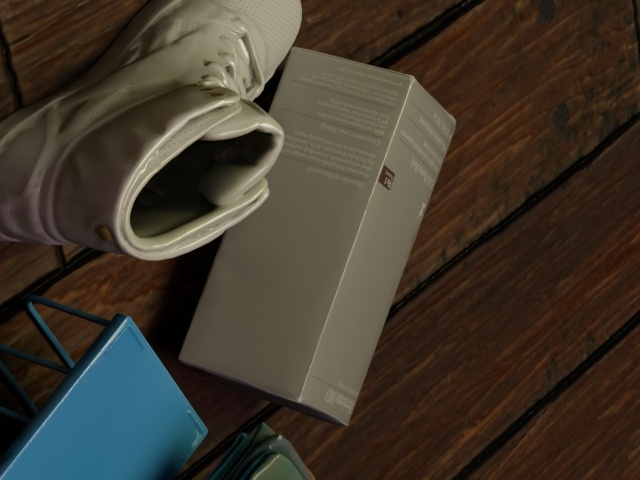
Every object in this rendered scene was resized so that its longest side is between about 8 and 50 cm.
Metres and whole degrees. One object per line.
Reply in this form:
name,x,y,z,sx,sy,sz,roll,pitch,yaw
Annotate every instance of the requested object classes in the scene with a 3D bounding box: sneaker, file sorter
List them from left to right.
file sorter,-0.177,0.136,1.225,0.170,0.104,0.118,-53,136,-25
sneaker,-0.067,-0.078,1.240,0.292,0.169,0.108,-43,129,-35

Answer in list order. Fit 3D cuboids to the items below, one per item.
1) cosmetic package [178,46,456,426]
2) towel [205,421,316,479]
cosmetic package,0.000,0.000,1.376,0.127,0.107,0.238,33,73,-69
towel,-0.073,0.294,1.324,0.271,0.040,0.370,-45,148,-10
